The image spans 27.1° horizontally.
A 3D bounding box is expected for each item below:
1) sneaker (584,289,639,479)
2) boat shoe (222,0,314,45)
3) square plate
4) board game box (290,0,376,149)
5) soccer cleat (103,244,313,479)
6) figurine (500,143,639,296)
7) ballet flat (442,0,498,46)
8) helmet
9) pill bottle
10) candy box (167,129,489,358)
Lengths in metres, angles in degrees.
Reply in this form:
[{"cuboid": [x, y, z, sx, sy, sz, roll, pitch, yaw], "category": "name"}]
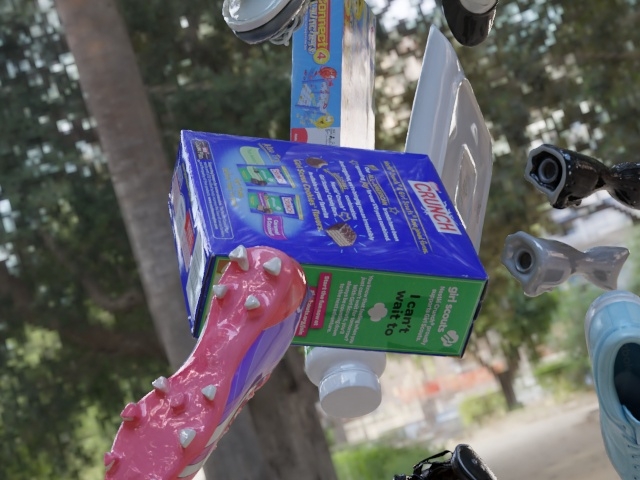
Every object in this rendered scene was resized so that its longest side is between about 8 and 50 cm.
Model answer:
[{"cuboid": [0.454, 0.260, 1.870, 0.135, 0.366, 0.150, -20, 17, 14], "category": "sneaker"}, {"cuboid": [-0.040, -0.307, 1.706, 0.116, 0.099, 0.319, -15, 25, 17], "category": "boat shoe"}, {"cuboid": [0.188, -0.078, 1.916, 0.049, 0.347, 0.344, 4, -22, 21], "category": "square plate"}, {"cuboid": [0.027, -0.279, 2.303, 0.086, 0.308, 0.302, 0, -5, 12], "category": "board game box"}, {"cuboid": [-0.083, 0.119, 1.068, 0.083, 0.248, 0.095, 18, -18, 35], "category": "soccer cleat"}, {"cuboid": [0.382, -0.023, 1.916, 0.209, 0.215, 0.092, 4, 17, -34], "category": "figurine"}, {"cuboid": [0.235, -0.440, 2.052, 0.095, 0.281, 0.096, -7, 9, -17], "category": "ballet flat"}, {"cuboid": [0.194, 0.393, 1.929, 0.169, 0.162, 0.169, -19, -21, -8], "category": "helmet"}, {"cuboid": [0.038, 0.167, 2.223, 0.136, 0.246, 0.136, -4, -38, -4], "category": "pill bottle"}, {"cuboid": [0.000, 0.000, 1.524, 0.317, 0.268, 0.122, 4, -57, -16], "category": "candy box"}]
